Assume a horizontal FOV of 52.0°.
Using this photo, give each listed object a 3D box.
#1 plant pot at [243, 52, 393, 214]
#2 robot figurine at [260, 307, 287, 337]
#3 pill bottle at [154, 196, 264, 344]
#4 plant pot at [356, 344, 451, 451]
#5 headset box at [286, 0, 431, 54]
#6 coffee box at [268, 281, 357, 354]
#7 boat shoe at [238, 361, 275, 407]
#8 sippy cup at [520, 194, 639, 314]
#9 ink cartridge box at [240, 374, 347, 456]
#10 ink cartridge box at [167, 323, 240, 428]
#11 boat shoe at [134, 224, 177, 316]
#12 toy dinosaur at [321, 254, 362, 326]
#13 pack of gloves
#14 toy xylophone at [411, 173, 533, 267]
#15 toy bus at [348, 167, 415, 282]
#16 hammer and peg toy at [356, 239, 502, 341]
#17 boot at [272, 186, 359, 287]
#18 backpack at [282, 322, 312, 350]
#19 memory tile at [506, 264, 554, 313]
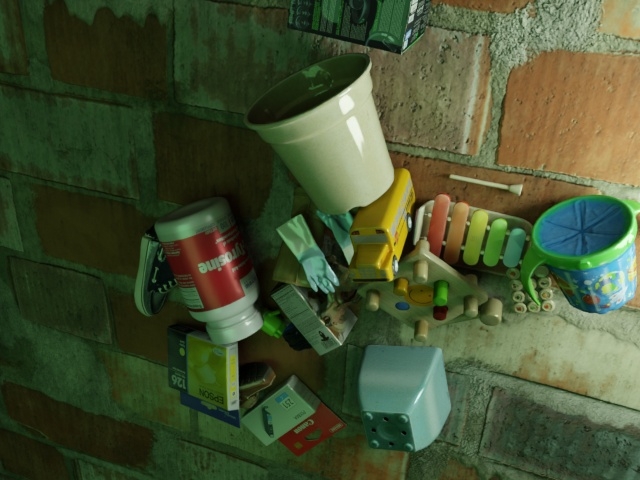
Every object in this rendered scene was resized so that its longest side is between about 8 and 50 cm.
[{"bbox_3d":[0.028,-0.244,1.625,0.333,0.334,0.305,-13,122,27],"label":"plant pot"},{"bbox_3d":[-0.166,0.261,2.109,0.115,0.067,0.101,36,136,1],"label":"robot figurine"},{"bbox_3d":[-0.318,0.093,1.966,0.229,0.229,0.408,-11,109,27],"label":"pill bottle"},{"bbox_3d":[0.233,0.488,1.960,0.247,0.252,0.247,-2,117,24],"label":"plant pot"},{"bbox_3d":[0.086,-0.531,1.462,0.283,0.246,0.131,17,122,12],"label":"headset box"},{"bbox_3d":[-0.019,0.199,1.971,0.098,0.141,0.246,-32,101,36],"label":"coffee box"},{"bbox_3d":[-0.265,0.512,2.267,0.324,0.122,0.120,-24,111,39],"label":"boat shoe"},{"bbox_3d":[0.649,0.047,1.573,0.305,0.240,0.224,-8,128,33],"label":"sippy cup"},{"bbox_3d":[-0.098,0.635,2.288,0.261,0.066,0.296,44,124,-4],"label":"ink cartridge box"},{"bbox_3d":[-0.400,0.461,2.220,0.303,0.072,0.307,9,102,36],"label":"ink cartridge box"},{"bbox_3d":[-0.501,0.126,2.132,0.158,0.127,0.341,22,123,19],"label":"boat shoe"},{"bbox_3d":[0.107,0.101,1.886,0.295,0.127,0.200,-30,114,16],"label":"toy dinosaur"},{"bbox_3d":[0.020,0.020,1.742,0.195,0.046,0.232,-31,95,7],"label":"pack of gloves"},{"bbox_3d":[0.401,-0.043,1.702,0.322,0.081,0.236,7,119,18],"label":"toy xylophone"},{"bbox_3d":[0.155,-0.039,1.650,0.108,0.333,0.130,-1,127,23],"label":"toy bus"},{"bbox_3d":[0.306,0.172,1.770,0.361,0.127,0.266,34,135,-23],"label":"hammer and peg toy"},{"bbox_3d":[0.000,0.000,1.812,0.236,0.089,0.270,10,86,29],"label":"boot"},{"bbox_3d":[-0.050,0.289,2.056,0.120,0.101,0.098,-33,95,41],"label":"backpack"},{"bbox_3d":[0.567,0.133,1.772,0.113,0.012,0.148,-7,114,25],"label":"memory tile"}]
